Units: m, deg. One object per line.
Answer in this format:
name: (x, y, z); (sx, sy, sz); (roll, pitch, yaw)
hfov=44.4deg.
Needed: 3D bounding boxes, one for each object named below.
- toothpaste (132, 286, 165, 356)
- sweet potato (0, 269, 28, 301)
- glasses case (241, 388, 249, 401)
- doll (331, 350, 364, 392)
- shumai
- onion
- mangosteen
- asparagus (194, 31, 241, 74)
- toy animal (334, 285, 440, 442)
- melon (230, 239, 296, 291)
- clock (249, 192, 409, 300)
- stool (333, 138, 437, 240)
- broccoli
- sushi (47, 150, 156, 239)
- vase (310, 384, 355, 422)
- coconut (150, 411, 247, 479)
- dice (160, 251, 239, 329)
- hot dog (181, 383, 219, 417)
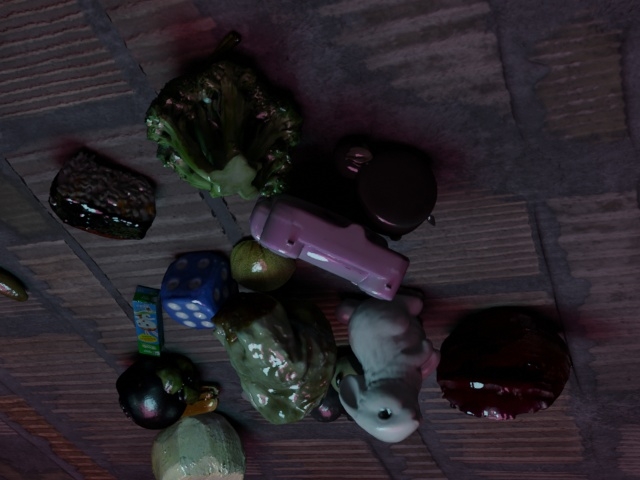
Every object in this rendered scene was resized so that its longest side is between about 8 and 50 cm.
toothpaste: (-0.461, 0.222, 2.116); (0.065, 0.050, 0.266); (10, 141, -1)
sweet potato: (-0.891, 0.087, 2.057); (0.273, 0.075, 0.075); (28, 138, -23)
glasses case: (-0.176, 0.418, 2.274); (0.074, 0.049, 0.193); (20, 141, -9)
doll: (0.117, 0.374, 2.085); (0.144, 0.135, 0.234); (-22, 134, 37)
shumai: (-0.140, 0.253, 1.819); (0.309, 0.303, 0.263); (11, 166, 45)
onion: (0.418, 0.272, 1.795); (0.315, 0.280, 0.146); (0, 124, 14)
mangosteen: (-0.463, 0.432, 2.256); (0.243, 0.242, 0.243); (7, 140, 6)
asparagus: (-0.221, -0.311, 1.447); (0.023, 0.022, 0.233); (5, 151, -44)
toy animal: (0.143, 0.292, 1.806); (0.258, 0.357, 0.193); (0, 141, 18)
melon: (-0.144, 0.058, 1.817); (0.160, 0.079, 0.128); (5, 141, 9)
clock: (0.000, 0.000, 1.566); (0.296, 0.113, 0.322); (24, 180, -20)
stool: (0.126, -0.103, 1.528); (0.153, 0.228, 0.139); (-25, 169, -18)
broccoli: (-0.175, -0.185, 1.424); (0.295, 0.245, 0.265); (8, 130, -35)
sushi: (-0.465, -0.084, 1.691); (0.225, 0.136, 0.126); (27, 147, -24)
vase: (0.044, 0.469, 2.239); (0.120, 0.120, 0.183); (-20, 146, 33)
coconut: (-0.390, 0.676, 2.471); (0.297, 0.254, 0.297); (-9, 138, -8)
dice: (-0.290, 0.120, 1.882); (0.147, 0.146, 0.143); (-3, 141, 24)
hot dog: (-0.401, 0.489, 2.384); (0.236, 0.092, 0.062); (-21, 150, 32)
